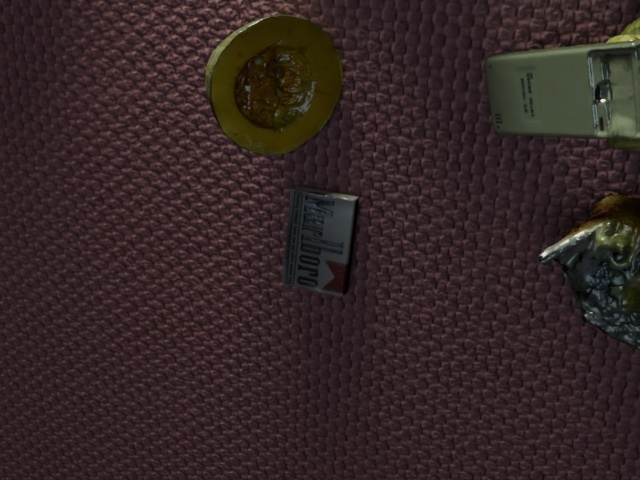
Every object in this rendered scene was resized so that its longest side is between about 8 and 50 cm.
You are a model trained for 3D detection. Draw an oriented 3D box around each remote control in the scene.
[{"bbox_3d":[0.324,-0.196,1.017,0.038,0.285,0.123,-17,104,-23],"label":"remote control"}]

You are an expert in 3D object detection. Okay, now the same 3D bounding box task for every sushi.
[{"bbox_3d":[0.453,0.041,1.109,0.274,0.139,0.184,30,117,3],"label":"sushi"}]

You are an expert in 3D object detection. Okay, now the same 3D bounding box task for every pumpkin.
[{"bbox_3d":[-0.087,-0.249,1.192,0.110,0.217,0.217,39,124,46],"label":"pumpkin"}]

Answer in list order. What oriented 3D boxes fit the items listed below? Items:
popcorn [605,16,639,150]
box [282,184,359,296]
[{"bbox_3d":[0.444,-0.207,1.016,0.187,0.167,0.185,-29,72,-8],"label":"popcorn"},{"bbox_3d":[0.000,0.000,1.303,0.115,0.036,0.177,12,112,14],"label":"box"}]
